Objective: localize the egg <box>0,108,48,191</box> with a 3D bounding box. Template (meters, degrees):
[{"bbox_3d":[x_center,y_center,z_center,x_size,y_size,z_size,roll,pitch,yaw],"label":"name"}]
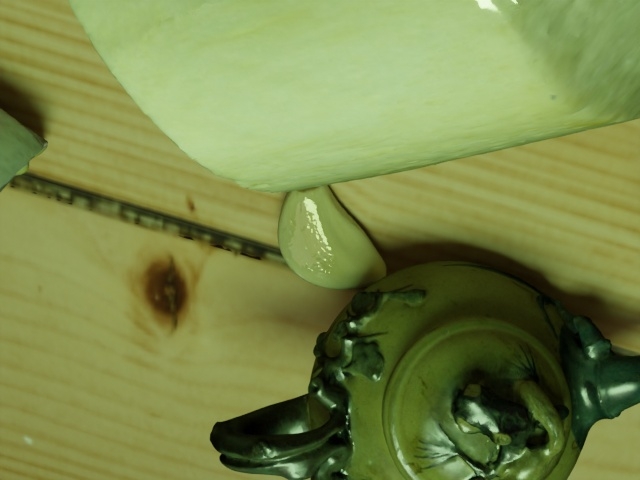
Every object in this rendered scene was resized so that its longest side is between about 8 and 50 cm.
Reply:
[{"bbox_3d":[-0.323,-0.021,0.992,0.271,0.206,0.162,-36,101,29],"label":"egg"}]

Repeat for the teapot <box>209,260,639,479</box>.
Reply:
[{"bbox_3d":[0.071,0.101,0.972,0.269,0.173,0.182,-9,-178,-11],"label":"teapot"}]

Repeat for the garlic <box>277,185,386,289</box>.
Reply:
[{"bbox_3d":[0.001,-0.001,1.024,0.053,0.041,0.083,-18,119,29],"label":"garlic"}]

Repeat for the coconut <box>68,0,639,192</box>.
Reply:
[{"bbox_3d":[0.025,-0.170,0.652,0.323,0.323,0.323,11,138,10],"label":"coconut"}]
